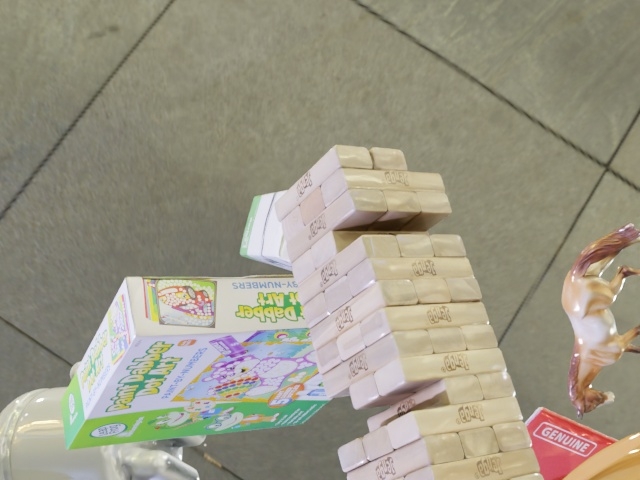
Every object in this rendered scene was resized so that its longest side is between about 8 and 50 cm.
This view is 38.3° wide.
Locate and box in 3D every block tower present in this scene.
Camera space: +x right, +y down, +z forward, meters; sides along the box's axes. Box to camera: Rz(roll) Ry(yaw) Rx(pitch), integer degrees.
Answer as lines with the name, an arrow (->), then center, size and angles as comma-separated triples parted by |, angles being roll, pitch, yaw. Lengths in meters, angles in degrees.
block tower -> 0.064, 0.103, 0.610 | 0.091, 0.097, 0.335 | 0, 65, -34

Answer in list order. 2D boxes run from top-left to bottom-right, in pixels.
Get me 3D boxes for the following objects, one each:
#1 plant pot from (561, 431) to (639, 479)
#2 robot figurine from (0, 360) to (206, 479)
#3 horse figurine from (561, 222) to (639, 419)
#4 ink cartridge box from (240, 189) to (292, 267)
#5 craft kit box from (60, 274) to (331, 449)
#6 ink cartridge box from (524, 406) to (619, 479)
plant pot -> 0.144, 0.208, 0.338 | 0.203, 0.291, 0.291 | 8, 74, -40
robot figurine -> -0.349, 0.317, 1.374 | 0.353, 0.200, 0.300 | -7, 55, 23
horse figurine -> 0.397, 0.098, 1.264 | 0.174, 0.066, 0.263 | -20, 113, -7
ink cartridge box -> 0.000, 0.000, 1.199 | 0.160, 0.219, 0.093 | 17, 86, -16
craft kit box -> -0.080, 0.108, 0.811 | 0.246, 0.250, 0.061 | 2, 59, -26
ink cartridge box -> 0.214, 0.292, 0.784 | 0.296, 0.066, 0.261 | 25, 115, -27
